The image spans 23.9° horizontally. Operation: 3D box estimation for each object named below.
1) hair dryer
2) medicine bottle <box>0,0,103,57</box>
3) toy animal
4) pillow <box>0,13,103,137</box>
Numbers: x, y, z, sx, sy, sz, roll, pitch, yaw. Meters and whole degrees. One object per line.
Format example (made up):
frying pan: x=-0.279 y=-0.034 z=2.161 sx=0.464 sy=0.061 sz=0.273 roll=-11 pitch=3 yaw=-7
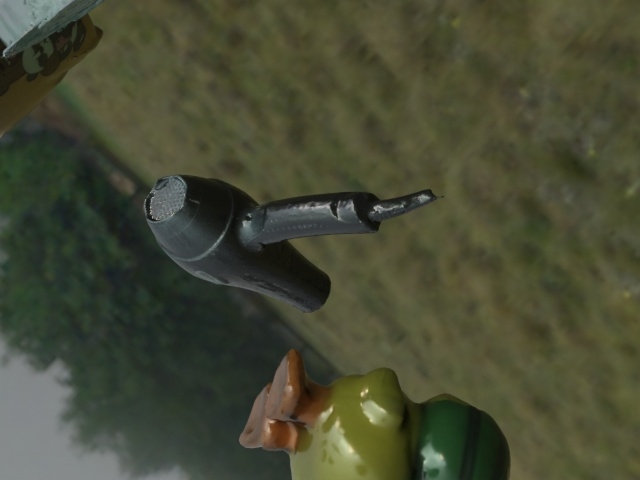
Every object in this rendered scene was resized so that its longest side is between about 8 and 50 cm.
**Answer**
hair dryer: x=0.000 y=0.000 z=1.359 sx=0.272 sy=0.091 sz=0.235 roll=-7 pitch=153 yaw=38
medicine bottle: x=-0.279 y=-0.330 z=1.315 sx=0.290 sy=0.245 sz=0.245 roll=55 pitch=173 yaw=-9
toy animal: x=0.076 y=0.277 z=1.927 sx=0.338 sy=0.191 sz=0.216 roll=19 pitch=142 yaw=-10
pillow: x=-0.394 y=-0.233 z=1.736 sx=0.119 sy=0.312 sz=0.310 roll=36 pitch=159 yaw=24
